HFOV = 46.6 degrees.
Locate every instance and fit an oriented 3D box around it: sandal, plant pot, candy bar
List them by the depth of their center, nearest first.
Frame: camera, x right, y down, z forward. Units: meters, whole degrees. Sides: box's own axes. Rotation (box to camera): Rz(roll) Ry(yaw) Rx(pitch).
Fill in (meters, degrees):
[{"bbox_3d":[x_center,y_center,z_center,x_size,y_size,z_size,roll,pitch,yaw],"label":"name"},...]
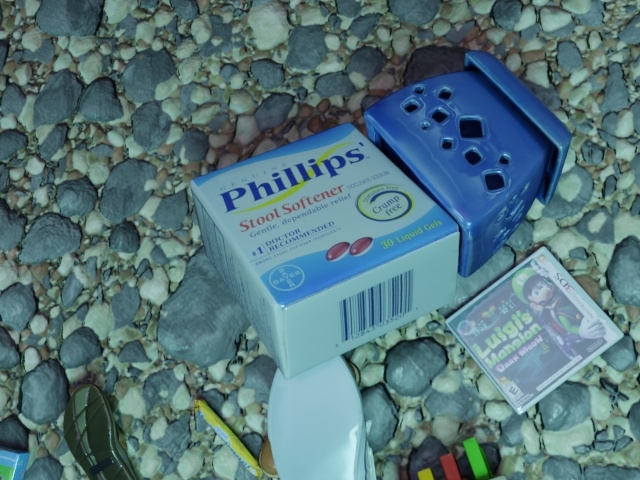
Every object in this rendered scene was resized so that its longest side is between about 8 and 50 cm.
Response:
[{"bbox_3d":[0.221,-0.117,1.082,0.212,0.236,0.236,-36,68,-5],"label":"plant pot"},{"bbox_3d":[-0.142,0.307,1.146,0.018,0.040,0.161,-36,65,-28],"label":"candy bar"},{"bbox_3d":[-0.337,0.333,1.180,0.090,0.060,0.219,-31,83,10],"label":"sandal"}]

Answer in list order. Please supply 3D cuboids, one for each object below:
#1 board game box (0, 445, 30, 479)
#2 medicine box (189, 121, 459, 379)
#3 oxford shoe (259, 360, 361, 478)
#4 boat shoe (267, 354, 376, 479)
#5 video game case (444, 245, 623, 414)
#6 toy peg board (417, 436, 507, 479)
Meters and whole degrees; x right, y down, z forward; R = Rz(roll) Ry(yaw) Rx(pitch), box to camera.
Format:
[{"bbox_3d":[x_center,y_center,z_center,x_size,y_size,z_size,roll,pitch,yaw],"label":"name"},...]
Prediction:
[{"bbox_3d":[-0.577,0.435,1.204,0.160,0.039,0.211,9,81,11],"label":"board game box"},{"bbox_3d":[0.000,0.000,1.024,0.263,0.149,0.289,-23,46,-18],"label":"medicine box"},{"bbox_3d":[-0.026,0.264,1.109,0.076,0.076,0.212,36,88,18],"label":"oxford shoe"},{"bbox_3d":[0.023,0.318,1.033,0.136,0.156,0.367,-14,84,6],"label":"boat shoe"},{"bbox_3d":[0.311,0.130,1.092,0.190,0.022,0.173,-38,68,1],"label":"video game case"},{"bbox_3d":[0.174,0.340,1.001,0.161,0.161,0.079,-22,52,8],"label":"toy peg board"}]
